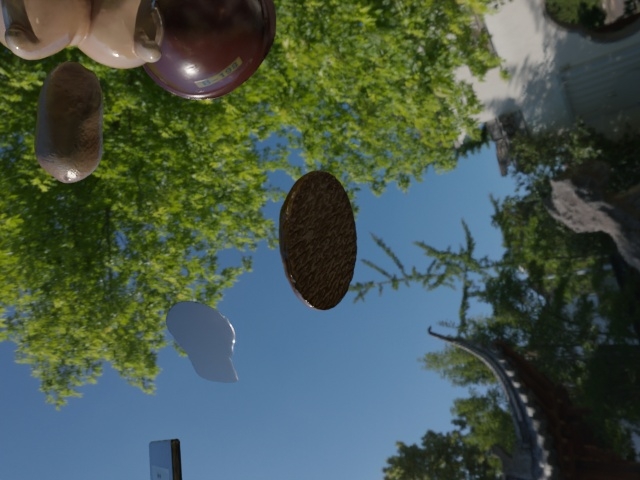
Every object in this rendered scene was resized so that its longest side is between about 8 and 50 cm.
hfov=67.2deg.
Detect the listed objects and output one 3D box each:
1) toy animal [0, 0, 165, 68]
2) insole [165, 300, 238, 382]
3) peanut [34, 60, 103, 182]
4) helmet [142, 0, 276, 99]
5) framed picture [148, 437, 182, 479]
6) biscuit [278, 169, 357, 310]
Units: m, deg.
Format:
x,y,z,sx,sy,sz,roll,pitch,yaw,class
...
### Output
x,y,z,sx,sy,sz,roll,pitch,yaw,class
-0.363,-0.414,0.807,0.247,0.277,0.345,25,-163,-17,toy animal
-0.186,0.178,0.798,0.322,0.109,0.007,93,-175,-54,insole
-0.308,-0.143,0.594,0.076,0.076,0.152,-17,-50,-54,peanut
-0.298,-0.538,1.165,0.230,0.385,0.337,-97,-17,-82,helmet
-0.199,0.441,0.625,0.016,0.265,0.346,0,-112,-25,framed picture
-0.001,0.000,0.881,0.262,0.037,0.261,4,-95,-60,biscuit
